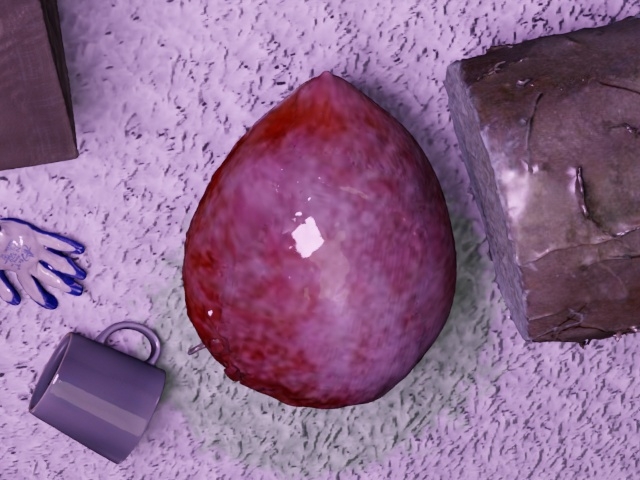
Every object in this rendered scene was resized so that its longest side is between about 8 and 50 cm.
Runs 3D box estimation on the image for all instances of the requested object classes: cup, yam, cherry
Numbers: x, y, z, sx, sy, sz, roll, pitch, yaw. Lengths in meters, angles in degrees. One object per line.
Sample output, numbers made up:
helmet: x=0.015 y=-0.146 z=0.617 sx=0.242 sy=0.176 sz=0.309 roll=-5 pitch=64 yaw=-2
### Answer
cup: x=-0.160 y=0.103 z=1.452 sx=0.077 sy=0.078 sz=0.100 roll=29 pitch=74 yaw=-13
yam: x=0.270 y=-0.056 z=1.341 sx=0.348 sy=0.241 sz=0.241 roll=-10 pitch=115 yaw=2
cherry: x=0.000 y=0.000 z=1.366 sx=0.192 sy=0.175 sz=0.249 roll=7 pitch=115 yaw=5

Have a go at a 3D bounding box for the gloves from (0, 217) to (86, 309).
gloves: x=-0.211 y=0.019 z=1.429 sx=0.086 sy=0.026 sz=0.064 roll=22 pitch=111 yaw=-20

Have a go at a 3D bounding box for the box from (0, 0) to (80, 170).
box: x=-0.246 y=-0.162 z=1.226 sx=0.149 sy=0.155 sz=0.231 roll=-9 pitch=145 yaw=-4
